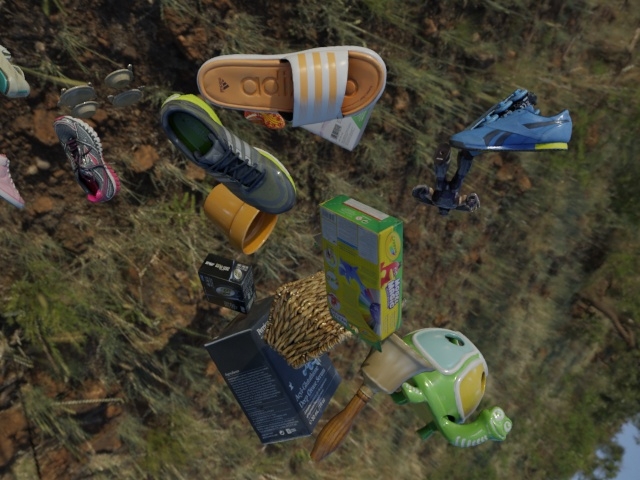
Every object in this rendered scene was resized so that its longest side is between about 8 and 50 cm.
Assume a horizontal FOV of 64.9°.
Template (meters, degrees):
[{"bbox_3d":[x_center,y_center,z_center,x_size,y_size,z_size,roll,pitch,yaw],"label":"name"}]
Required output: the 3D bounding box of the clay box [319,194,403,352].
[{"bbox_3d":[0.063,0.053,0.771,0.053,0.127,0.222,-28,129,-31],"label":"clay box"}]

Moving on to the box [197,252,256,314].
[{"bbox_3d":[-0.287,0.138,1.573,0.180,0.147,0.077,92,18,-52],"label":"box"}]

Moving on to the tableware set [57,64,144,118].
[{"bbox_3d":[-0.425,-0.283,0.982,0.169,0.020,0.141,-27,178,-21],"label":"tableware set"}]

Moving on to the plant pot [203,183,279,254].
[{"bbox_3d":[-0.263,-0.087,1.620,0.205,0.188,0.205,-54,165,-21],"label":"plant pot"}]

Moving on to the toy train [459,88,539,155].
[{"bbox_3d":[0.403,-0.268,1.130,0.184,0.080,0.105,-41,-168,-15],"label":"toy train"}]

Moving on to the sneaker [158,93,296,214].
[{"bbox_3d":[-0.172,-0.143,0.908,0.111,0.300,0.121,-51,-167,14],"label":"sneaker"}]

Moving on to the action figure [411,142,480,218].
[{"bbox_3d":[0.343,-0.145,1.365,0.285,0.185,0.099,79,17,-57],"label":"action figure"}]

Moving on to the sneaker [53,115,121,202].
[{"bbox_3d":[-0.772,-0.266,1.653,0.121,0.299,0.112,-21,-161,20],"label":"sneaker"}]

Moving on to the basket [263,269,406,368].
[{"bbox_3d":[0.034,0.219,1.270,0.299,0.223,0.213,-17,130,-52],"label":"basket"}]

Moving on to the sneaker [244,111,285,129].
[{"bbox_3d":[-0.189,-0.433,1.785,0.067,0.175,0.064,12,103,-60],"label":"sneaker"}]

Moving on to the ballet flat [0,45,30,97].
[{"bbox_3d":[-0.872,-0.479,1.371,0.086,0.248,0.086,-37,166,-11],"label":"ballet flat"}]

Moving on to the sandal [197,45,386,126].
[{"bbox_3d":[-0.044,-0.201,0.687,0.076,0.265,0.102,-83,170,-53],"label":"sandal"}]

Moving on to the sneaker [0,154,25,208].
[{"bbox_3d":[-0.616,-0.123,0.980,0.070,0.051,0.134,-58,141,-21],"label":"sneaker"}]

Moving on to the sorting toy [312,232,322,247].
[{"bbox_3d":[0.000,0.000,1.776,0.062,0.083,0.012,48,40,-25],"label":"sorting toy"}]

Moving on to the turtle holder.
[{"bbox_3d":[0.303,0.349,1.254,0.227,0.243,0.320,-28,-168,-11],"label":"turtle holder"}]

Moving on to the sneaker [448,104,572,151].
[{"bbox_3d":[0.343,-0.202,0.921,0.069,0.209,0.082,-19,109,-65],"label":"sneaker"}]

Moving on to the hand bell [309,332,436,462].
[{"bbox_3d":[0.065,0.263,0.831,0.242,0.126,0.126,-50,153,-2],"label":"hand bell"}]

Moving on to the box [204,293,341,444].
[{"bbox_3d":[-0.145,0.415,1.689,0.212,0.395,0.293,-24,-170,29],"label":"box"}]

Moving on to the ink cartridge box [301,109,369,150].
[{"bbox_3d":[0.051,-0.515,2.014,0.201,0.278,0.117,-66,174,29],"label":"ink cartridge box"}]
